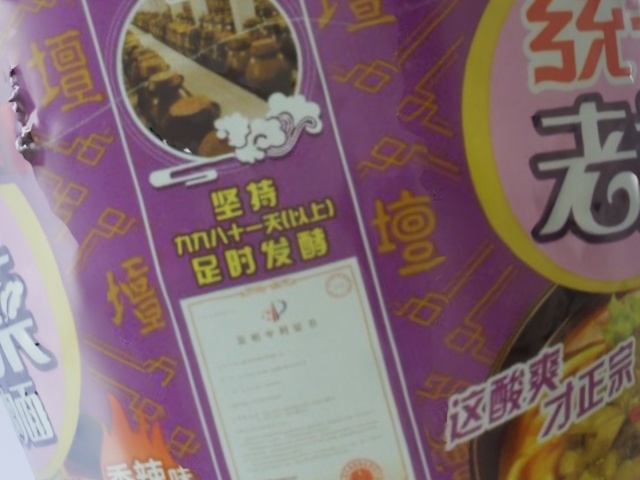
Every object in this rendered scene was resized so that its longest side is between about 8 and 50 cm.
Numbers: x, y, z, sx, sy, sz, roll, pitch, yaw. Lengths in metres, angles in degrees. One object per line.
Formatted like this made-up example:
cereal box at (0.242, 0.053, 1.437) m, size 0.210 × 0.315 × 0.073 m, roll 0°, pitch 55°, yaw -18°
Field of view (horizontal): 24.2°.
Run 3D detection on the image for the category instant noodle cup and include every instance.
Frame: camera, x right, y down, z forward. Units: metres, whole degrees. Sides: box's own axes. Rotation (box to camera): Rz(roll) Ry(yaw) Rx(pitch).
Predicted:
instant noodle cup at (0.000, 0.000, 0.565) m, size 0.340 × 0.340 × 0.266 m, roll -13°, pitch -90°, yaw -22°
